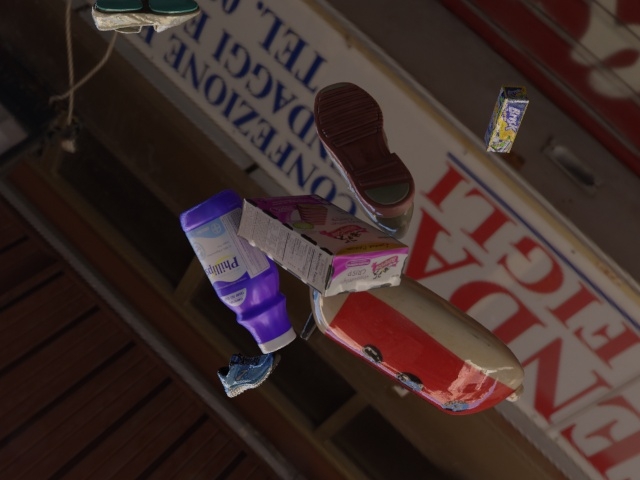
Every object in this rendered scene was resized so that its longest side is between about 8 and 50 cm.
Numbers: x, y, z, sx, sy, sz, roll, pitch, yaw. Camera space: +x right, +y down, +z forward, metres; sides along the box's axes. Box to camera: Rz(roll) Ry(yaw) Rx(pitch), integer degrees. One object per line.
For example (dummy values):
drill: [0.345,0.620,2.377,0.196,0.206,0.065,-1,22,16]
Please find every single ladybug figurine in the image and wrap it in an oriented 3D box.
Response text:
ladybug figurine: [0.161,0.178,1.410,0.449,0.305,0.162,32,-99,12]

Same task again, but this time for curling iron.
curling iron: [0.037,0.087,1.599,0.068,0.274,0.035,31,174,44]

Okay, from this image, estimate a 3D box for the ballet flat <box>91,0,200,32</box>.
ballet flat: [-0.277,-0.358,1.226,0.168,0.052,0.057,-2,-133,-11]

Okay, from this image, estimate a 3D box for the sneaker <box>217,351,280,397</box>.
sneaker: [-0.150,0.257,1.539,0.073,0.162,0.063,53,-148,-8]

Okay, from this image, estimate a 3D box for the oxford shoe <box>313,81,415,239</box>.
oxford shoe: [0.081,-0.167,1.577,0.141,0.146,0.397,-17,-127,-2]

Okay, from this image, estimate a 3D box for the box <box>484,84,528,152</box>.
box: [0.445,-0.290,1.845,0.059,0.169,0.054,3,-130,-5]

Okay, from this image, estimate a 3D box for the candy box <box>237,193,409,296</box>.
candy box: [0.000,0.000,1.210,0.159,0.071,0.233,-6,-152,-41]

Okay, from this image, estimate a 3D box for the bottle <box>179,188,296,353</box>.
bottle: [-0.134,0.057,1.322,0.092,0.118,0.282,-33,-81,-47]
